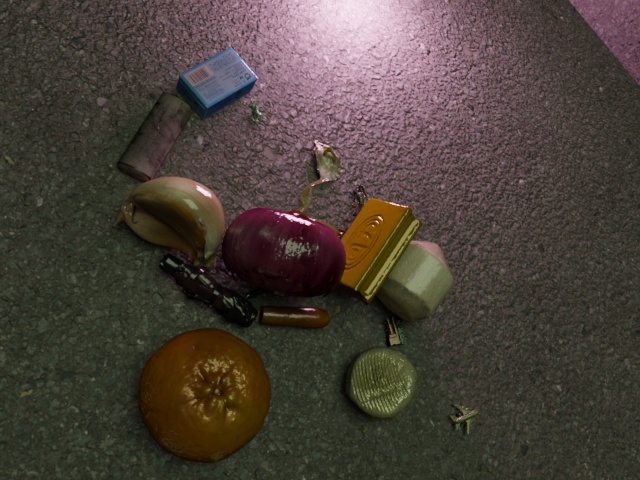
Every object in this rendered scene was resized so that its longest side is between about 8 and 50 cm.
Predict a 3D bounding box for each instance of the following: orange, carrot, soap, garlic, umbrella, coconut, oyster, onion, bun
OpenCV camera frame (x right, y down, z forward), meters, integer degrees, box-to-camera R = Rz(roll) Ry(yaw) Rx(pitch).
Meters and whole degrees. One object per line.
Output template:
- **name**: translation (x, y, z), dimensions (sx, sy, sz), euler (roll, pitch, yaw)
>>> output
- **orange**: translation (-0.291, 0.390, 1.476), dimensions (0.340, 0.293, 0.341), euler (8, 66, -18)
- **carrot**: translation (-0.073, 0.234, 1.761), dimensions (0.225, 0.067, 0.067), euler (5, 69, -19)
- **soap**: translation (0.151, 0.028, 1.815), dimensions (0.096, 0.204, 0.324), euler (45, 73, -37)
- **garlic**: translation (-0.404, -0.063, 1.618), dimensions (0.313, 0.286, 0.249), euler (36, 94, 3)
- **umbrella**: translation (-0.327, 0.146, 1.672), dimensions (0.326, 0.090, 0.094), euler (33, 64, -8)
- **coconut**: translation (0.308, 0.117, 1.862), dimensions (0.237, 0.237, 0.266), euler (37, 75, -6)
- **oyster**: translation (0.017, -0.271, 2.004), dimensions (0.146, 0.045, 0.122), euler (39, 57, -14)
- **onion**: translation (-0.109, 0.011, 1.655), dimensions (0.358, 0.358, 0.345), euler (-10, 90, -26)
- **bun**: translation (0.185, 0.432, 1.756), dimensions (0.220, 0.134, 0.220), euler (-2, 61, 4)

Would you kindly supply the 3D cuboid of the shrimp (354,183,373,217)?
- **shrimp**: translation (0.199, -0.049, 1.991), dimensions (0.164, 0.062, 0.317), euler (-9, 79, -30)

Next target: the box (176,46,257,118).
- **box**: translation (-0.345, -0.527, 1.926), dimensions (0.142, 0.083, 0.232), euler (49, 59, 1)

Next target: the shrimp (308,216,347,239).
- **shrimp**: translation (0.000, 0.000, 1.886), dimensions (0.267, 0.061, 0.145), euler (8, 76, -24)

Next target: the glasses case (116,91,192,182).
- **glasses case**: translation (-0.509, -0.323, 1.789), dimensions (0.114, 0.060, 0.299), euler (27, 62, -9)

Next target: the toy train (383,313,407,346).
- **toy train**: translation (0.241, 0.294, 1.888), dimensions (0.064, 0.044, 0.103), euler (-8, 74, -15)

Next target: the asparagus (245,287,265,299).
- **asparagus**: translation (-0.186, 0.155, 1.767), dimensions (0.108, 0.021, 0.025), euler (-25, 84, -30)

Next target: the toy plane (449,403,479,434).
- **toy plane**: translation (0.472, 0.575, 1.878), dimensions (0.111, 0.040, 0.102), euler (-16, 79, -28)

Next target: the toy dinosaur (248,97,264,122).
- **toy dinosaur**: translation (-0.228, -0.444, 1.980), dimensions (0.083, 0.021, 0.062), euler (32, 74, -10)
